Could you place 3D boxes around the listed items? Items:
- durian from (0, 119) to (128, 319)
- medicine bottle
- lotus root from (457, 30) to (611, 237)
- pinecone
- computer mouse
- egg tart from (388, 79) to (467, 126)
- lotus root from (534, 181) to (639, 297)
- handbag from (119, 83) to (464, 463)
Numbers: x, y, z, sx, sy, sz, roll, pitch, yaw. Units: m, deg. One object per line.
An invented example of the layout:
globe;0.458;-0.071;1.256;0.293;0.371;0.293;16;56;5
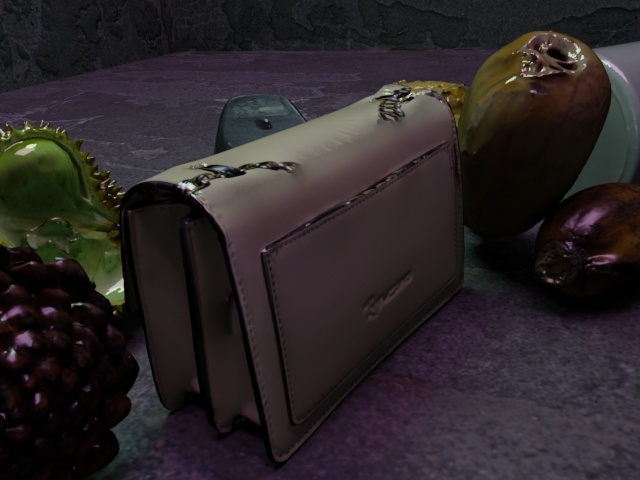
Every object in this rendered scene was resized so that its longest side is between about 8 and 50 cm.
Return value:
durian;-0.296;-0.002;0.672;0.200;0.237;0.177;-50;17;-26
medicine bottle;0.463;-0.170;0.888;0.232;0.237;0.238;-14;26;-17
lotus root;0.234;-0.099;0.732;0.152;0.342;0.169;11;63;8
pinecone;-0.266;0.100;0.453;0.222;0.221;0.221;-4;25;2
computer mouse;-0.099;-0.164;1.117;0.203;0.114;0.374;-5;32;-8
egg tart;0.233;-0.293;1.346;0.291;0.115;0.290;-2;25;1
lotus root;0.321;-0.004;0.683;0.210;0.120;0.120;-20;29;-26
handbag;0.000;0.000;0.593;0.160;0.236;0.359;16;31;34
